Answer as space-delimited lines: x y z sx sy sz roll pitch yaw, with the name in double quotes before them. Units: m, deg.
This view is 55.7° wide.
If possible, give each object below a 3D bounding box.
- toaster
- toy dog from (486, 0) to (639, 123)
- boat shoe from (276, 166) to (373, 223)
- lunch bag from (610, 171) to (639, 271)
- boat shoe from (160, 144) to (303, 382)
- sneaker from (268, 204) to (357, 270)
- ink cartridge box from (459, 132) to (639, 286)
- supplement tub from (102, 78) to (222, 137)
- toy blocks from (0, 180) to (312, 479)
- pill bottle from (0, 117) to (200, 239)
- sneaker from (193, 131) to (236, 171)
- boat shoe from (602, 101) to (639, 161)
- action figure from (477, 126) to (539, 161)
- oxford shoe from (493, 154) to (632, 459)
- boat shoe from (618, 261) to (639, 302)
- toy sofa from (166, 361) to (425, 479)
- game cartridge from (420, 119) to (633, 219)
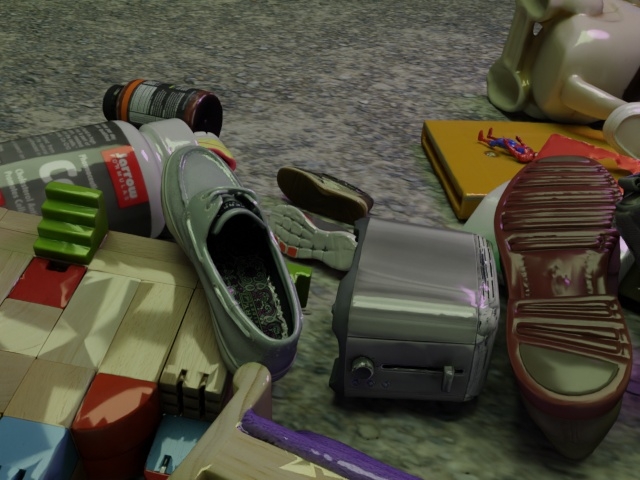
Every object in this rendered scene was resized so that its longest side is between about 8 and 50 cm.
"toaster" 0.095 0.062 0.611 0.146 0.129 0.227 7 31 8
"toy dog" 0.590 -0.357 1.149 0.408 0.285 0.395 -1 30 -10
"boat shoe" 0.007 -0.069 0.884 0.152 0.056 0.049 28 35 20
"lunch bag" 0.409 0.045 0.473 0.256 0.305 0.212 -22 -8 5
"boat shoe" -0.068 -0.001 0.487 0.079 0.081 0.227 -10 61 -29
"sneaker" 0.000 0.000 0.786 0.158 0.061 0.065 27 14 32
"ink cartridge box" 0.295 -0.031 0.728 0.181 0.056 0.225 31 82 38
"supplement tub" -0.276 -0.220 1.050 0.198 0.106 0.106 14 35 19
"toy blocks" -0.218 0.112 0.498 0.381 0.191 0.261 11 45 1
"pill bottle" -0.291 -0.057 0.745 0.283 0.161 0.161 -20 39 -30
"sneaker" -0.219 -0.112 0.909 0.208 0.081 0.094 -23 43 -34
"boat shoe" 0.546 -0.111 0.872 0.277 0.098 0.096 26 33 2
"action figure" 0.302 -0.150 0.956 0.038 0.030 0.115 -14 38 -33
"oxford shoe" 0.238 0.046 0.611 0.123 0.130 0.348 2 44 23
"boat shoe" 0.350 0.030 0.745 0.178 0.064 0.060 31 7 31
"toy sofa" 0.095 0.201 0.378 0.362 0.150 0.177 16 37 21
"game cartridge" 0.349 -0.119 0.983 0.323 0.053 0.285 2 33 -5
